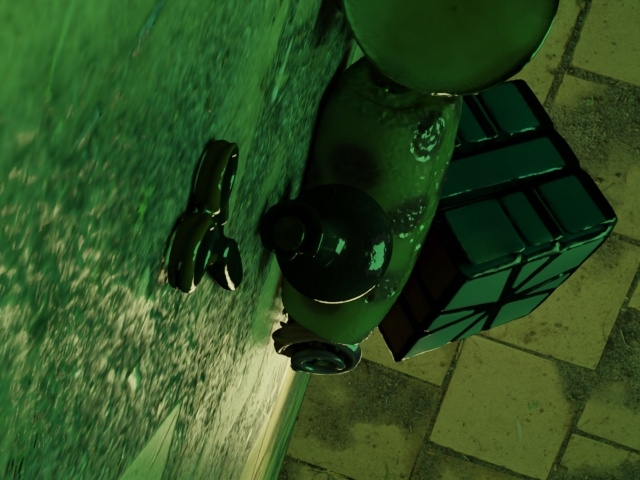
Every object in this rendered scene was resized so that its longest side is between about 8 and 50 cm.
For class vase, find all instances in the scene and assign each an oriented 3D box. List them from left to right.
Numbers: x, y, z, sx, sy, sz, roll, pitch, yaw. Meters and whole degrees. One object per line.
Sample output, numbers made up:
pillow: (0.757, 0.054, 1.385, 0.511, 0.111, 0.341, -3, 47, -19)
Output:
vase: (0.000, 0.000, 0.826, 0.183, 0.120, 0.120, 12, 96, -72)

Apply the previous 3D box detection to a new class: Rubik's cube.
Rubik's cube: (0.207, -0.029, 1.288, 0.284, 0.288, 0.293, 65, -25, 21)

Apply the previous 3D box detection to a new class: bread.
bread: (0.060, -0.046, 1.050, 0.187, 0.155, 0.338, -60, 169, -50)

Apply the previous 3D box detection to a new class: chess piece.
chess piece: (0.108, -0.234, 0.844, 0.330, 0.182, 0.183, -79, -174, -79)

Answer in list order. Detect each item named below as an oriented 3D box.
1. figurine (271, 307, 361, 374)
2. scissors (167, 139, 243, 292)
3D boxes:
figurine: (-0.016, 0.118, 1.229, 0.114, 0.126, 0.157, -39, -129, 23)
scissors: (-0.065, 0.006, 0.560, 0.220, 0.017, 0.088, 92, 13, -77)
